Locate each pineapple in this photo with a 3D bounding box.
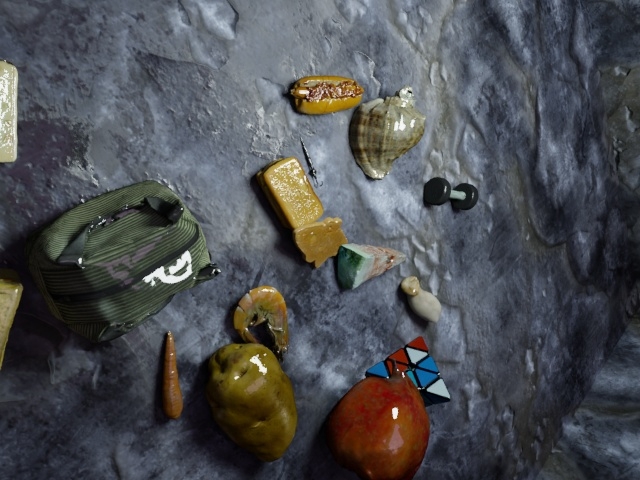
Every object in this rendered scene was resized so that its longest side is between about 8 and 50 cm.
[{"bbox_3d":[-0.202,0.185,1.114,0.083,0.019,0.045,1,101,-35],"label":"pineapple"}]

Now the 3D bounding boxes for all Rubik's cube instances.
[{"bbox_3d":[0.298,0.426,1.462,0.250,0.284,0.234,27,56,-1],"label":"Rubik's cube"}]

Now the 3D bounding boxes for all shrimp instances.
[{"bbox_3d":[-0.146,0.235,1.124,0.150,0.068,0.248,-29,115,-16],"label":"shrimp"}]

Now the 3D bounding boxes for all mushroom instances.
[{"bbox_3d":[0.358,0.210,1.456,0.212,0.088,0.097,47,60,-22],"label":"mushroom"}]

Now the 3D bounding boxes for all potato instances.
[{"bbox_3d":[-0.168,0.432,1.088,0.195,0.176,0.369,-47,125,-47],"label":"potato"}]

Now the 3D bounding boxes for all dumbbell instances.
[{"bbox_3d":[0.466,-0.165,1.476,0.191,0.100,0.100,4,93,-35],"label":"dumbbell"}]

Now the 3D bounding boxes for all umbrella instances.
[{"bbox_3d":[-0.031,-0.221,1.183,0.022,0.022,0.148,-28,105,-4],"label":"umbrella"}]

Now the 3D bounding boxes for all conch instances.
[{"bbox_3d":[0.217,-0.331,1.251,0.210,0.159,0.291,12,91,-36],"label":"conch"}]

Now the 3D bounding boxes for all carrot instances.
[{"bbox_3d":[-0.364,0.328,1.009,0.048,0.048,0.216,-5,93,-34],"label":"carrot"}]

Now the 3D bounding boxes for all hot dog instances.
[{"bbox_3d":[0.023,-0.409,1.161,0.249,0.076,0.102,-15,107,-33],"label":"hot dog"}]

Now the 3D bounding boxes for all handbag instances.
[{"bbox_3d":[-0.387,0.034,0.839,0.341,0.240,0.247,-32,117,-29],"label":"handbag"}]

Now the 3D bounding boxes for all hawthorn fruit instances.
[{"bbox_3d":[0.180,0.570,1.261,0.325,0.308,0.308,-39,116,-27],"label":"hawthorn fruit"}]

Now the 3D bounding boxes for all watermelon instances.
[{"bbox_3d":[0.169,0.077,1.309,0.241,0.094,0.154,-14,124,-37],"label":"watermelon"}]

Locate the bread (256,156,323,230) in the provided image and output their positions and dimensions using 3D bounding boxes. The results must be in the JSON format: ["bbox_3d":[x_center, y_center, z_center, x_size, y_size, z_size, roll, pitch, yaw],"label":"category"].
[{"bbox_3d":[-0.081,-0.124,1.123,0.116,0.077,0.200,-42,118,-25],"label":"bread"}]

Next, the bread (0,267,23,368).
[{"bbox_3d":[-0.622,0.185,0.730,0.114,0.185,0.274,17,87,-38],"label":"bread"}]

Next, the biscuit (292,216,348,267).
[{"bbox_3d":[0.000,0.000,1.183,0.250,0.035,0.162,19,101,-55],"label":"biscuit"}]

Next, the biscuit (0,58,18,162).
[{"bbox_3d":[-0.600,-0.239,0.773,0.056,0.052,0.188,0,96,-51],"label":"biscuit"}]
